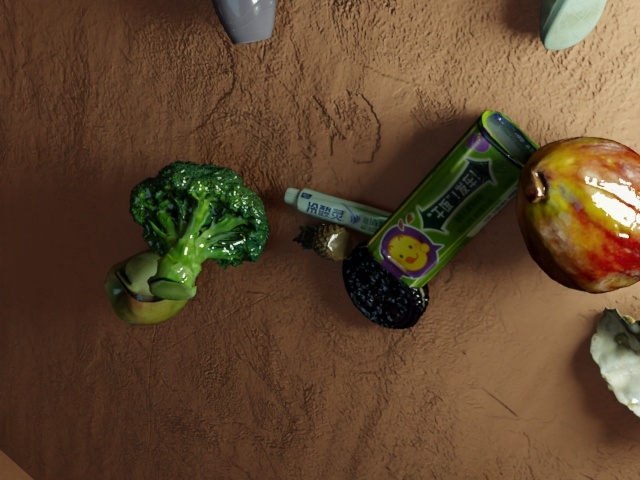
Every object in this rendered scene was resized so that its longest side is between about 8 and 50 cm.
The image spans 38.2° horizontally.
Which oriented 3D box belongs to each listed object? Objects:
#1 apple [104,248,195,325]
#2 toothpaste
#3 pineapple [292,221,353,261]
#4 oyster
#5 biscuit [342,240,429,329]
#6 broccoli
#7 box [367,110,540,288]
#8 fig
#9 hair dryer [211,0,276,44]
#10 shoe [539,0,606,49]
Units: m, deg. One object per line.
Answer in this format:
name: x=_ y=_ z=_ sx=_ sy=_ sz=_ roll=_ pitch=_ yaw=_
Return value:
apple: x=-0.385 y=0.098 z=2.126 sx=0.207 sy=0.188 sz=0.173 roll=6 pitch=115 yaw=46
toothpaste: x=0.062 y=-0.048 z=1.760 sx=0.297 sy=0.048 sz=0.074 roll=18 pitch=127 yaw=26
pineapple: x=0.000 y=0.000 z=1.798 sx=0.159 sy=0.074 sz=0.074 roll=14 pitch=127 yaw=59
oyster: x=0.584 y=0.187 z=1.422 sx=0.351 sy=0.115 sz=0.237 roll=-25 pitch=90 yaw=41
biscuit: x=0.122 y=0.086 z=1.774 sx=0.195 sy=0.053 sz=0.194 roll=27 pitch=138 yaw=27
broccoli: x=-0.244 y=-0.015 z=1.878 sx=0.298 sy=0.297 sz=0.297 roll=7 pitch=149 yaw=4
box: x=0.224 y=-0.063 z=1.564 sx=0.134 sy=0.097 sz=0.345 roll=40 pitch=132 yaw=1
fig: x=0.397 y=-0.041 z=1.359 sx=0.224 sy=0.224 sz=0.263 roll=4 pitch=136 yaw=39
hair dryer: x=-0.039 y=-0.496 z=1.546 sx=0.361 sy=0.121 sz=0.301 roll=1 pitch=108 yaw=30
shoe: x=0.359 y=-0.364 z=1.303 sx=0.195 sy=0.079 sz=0.078 roll=106 pitch=152 yaw=-48
